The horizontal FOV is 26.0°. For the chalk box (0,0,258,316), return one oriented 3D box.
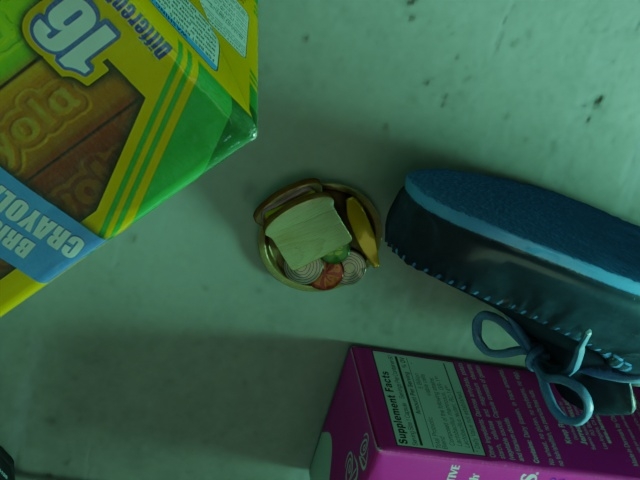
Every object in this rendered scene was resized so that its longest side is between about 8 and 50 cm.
[{"bbox_3d":[-0.193,-0.073,0.673,0.289,0.179,0.180,-35,118,18],"label":"chalk box"}]

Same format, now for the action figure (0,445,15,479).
[{"bbox_3d":[-0.334,0.214,0.879,0.285,0.099,0.185,-32,127,14],"label":"action figure"}]

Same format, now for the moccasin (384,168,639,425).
[{"bbox_3d":[0.185,0.061,0.846,0.342,0.138,0.117,21,111,-19],"label":"moccasin"}]

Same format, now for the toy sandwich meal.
[{"bbox_3d":[0.000,0.000,0.843,0.085,0.029,0.085,-4,120,-7],"label":"toy sandwich meal"}]

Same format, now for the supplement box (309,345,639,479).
[{"bbox_3d":[0.115,0.156,0.906,0.220,0.114,0.111,9,119,-12],"label":"supplement box"}]
